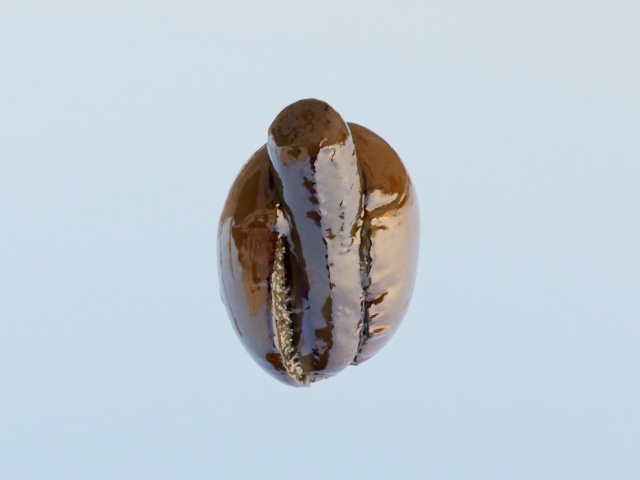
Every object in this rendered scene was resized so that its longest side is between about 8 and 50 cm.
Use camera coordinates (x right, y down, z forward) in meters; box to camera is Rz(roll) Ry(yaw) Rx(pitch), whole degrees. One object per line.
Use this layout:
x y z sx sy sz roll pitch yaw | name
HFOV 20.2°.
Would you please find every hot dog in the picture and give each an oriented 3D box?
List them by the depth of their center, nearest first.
0.002 0.000 0.750 0.090 0.140 0.060 -6 -152 -20 | hot dog
